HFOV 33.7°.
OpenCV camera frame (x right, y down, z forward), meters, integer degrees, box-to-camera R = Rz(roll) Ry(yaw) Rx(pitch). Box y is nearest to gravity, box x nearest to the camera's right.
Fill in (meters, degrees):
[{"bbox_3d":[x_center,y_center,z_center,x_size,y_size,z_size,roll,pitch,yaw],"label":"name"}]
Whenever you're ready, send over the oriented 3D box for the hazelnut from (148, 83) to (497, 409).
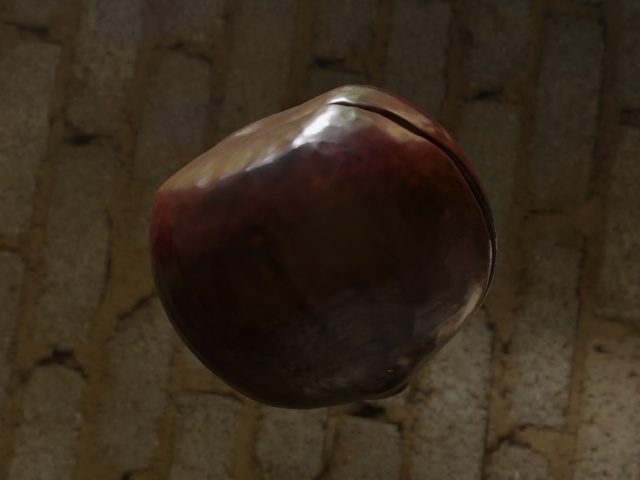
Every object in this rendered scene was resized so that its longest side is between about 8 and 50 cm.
[{"bbox_3d":[0.000,0.000,1.358,0.402,0.429,0.402,55,-168,-17],"label":"hazelnut"}]
